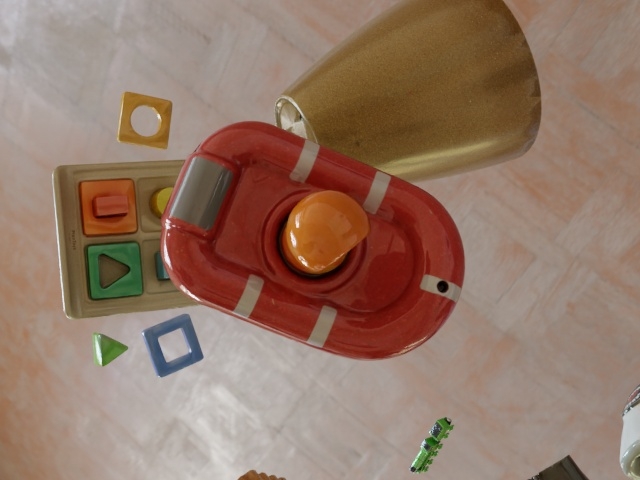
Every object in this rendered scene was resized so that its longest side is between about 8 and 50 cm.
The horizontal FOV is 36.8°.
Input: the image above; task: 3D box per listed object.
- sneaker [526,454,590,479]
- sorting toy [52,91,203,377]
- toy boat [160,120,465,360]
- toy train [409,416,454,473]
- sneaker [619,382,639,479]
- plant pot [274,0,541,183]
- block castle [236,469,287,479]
[{"bbox_3d":[0.242,0.336,1.068,0.118,0.083,0.222,52,121,22],"label":"sneaker"},{"bbox_3d":[-0.212,-0.006,1.141,0.047,0.196,0.347,-5,90,61],"label":"sorting toy"},{"bbox_3d":[0.000,0.000,0.713,0.231,0.151,0.151,22,172,-8],"label":"toy boat"},{"bbox_3d":[0.119,0.223,1.040,0.017,0.024,0.083,46,127,33],"label":"toy train"},{"bbox_3d":[0.342,0.221,0.656,0.331,0.146,0.122,36,127,18],"label":"sneaker"},{"bbox_3d":[0.083,-0.161,1.126,0.237,0.254,0.237,54,158,34],"label":"plant pot"},{"bbox_3d":[-0.032,0.369,0.855,0.303,0.213,0.453,39,177,24],"label":"block castle"}]
